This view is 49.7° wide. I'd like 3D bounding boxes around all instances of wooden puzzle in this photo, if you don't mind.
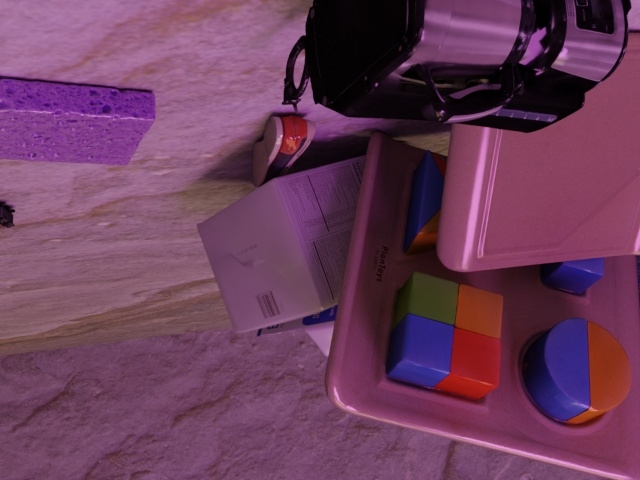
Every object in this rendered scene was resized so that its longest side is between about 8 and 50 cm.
[{"bbox_3d":[0.230,-0.082,0.646,0.238,0.221,0.044,-3,-155,-13],"label":"wooden puzzle"},{"bbox_3d":[0.195,0.050,0.706,0.347,0.322,0.080,18,148,-9],"label":"wooden puzzle"}]

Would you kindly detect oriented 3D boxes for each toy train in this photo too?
[{"bbox_3d":[-0.396,-0.041,0.803,0.036,0.027,0.158,-3,168,-5],"label":"toy train"}]

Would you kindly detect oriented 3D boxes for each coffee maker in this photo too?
[{"bbox_3d":[0.089,-0.140,0.484,0.178,0.120,0.171,0,-171,-28],"label":"coffee maker"}]

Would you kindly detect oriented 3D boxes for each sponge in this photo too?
[{"bbox_3d":[-0.258,-0.101,0.596,0.210,0.031,0.117,0,166,-30],"label":"sponge"}]

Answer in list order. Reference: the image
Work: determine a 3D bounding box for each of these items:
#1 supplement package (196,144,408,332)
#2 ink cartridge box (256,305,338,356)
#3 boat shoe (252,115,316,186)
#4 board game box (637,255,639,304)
[{"bbox_3d":[0.000,0.000,0.831,0.203,0.149,0.194,-19,178,-37],"label":"supplement package"},{"bbox_3d":[0.084,0.049,1.035,0.307,0.072,0.304,-13,-152,16],"label":"ink cartridge box"},{"bbox_3d":[-0.044,-0.093,0.737,0.043,0.049,0.137,-5,164,-20],"label":"boat shoe"},{"bbox_3d":[0.432,0.032,0.832,0.078,0.233,0.347,37,142,-19],"label":"board game box"}]
